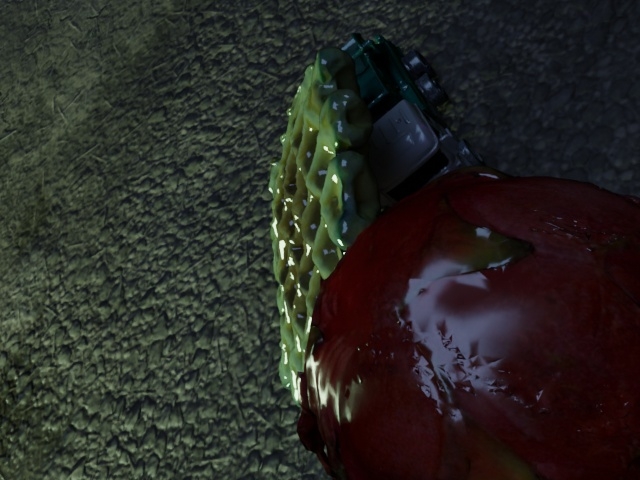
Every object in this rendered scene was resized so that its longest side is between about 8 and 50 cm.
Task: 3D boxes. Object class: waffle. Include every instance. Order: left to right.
[{"bbox_3d":[0.000,0.000,1.027,0.309,0.056,0.291,126,141,-67],"label":"waffle"}]

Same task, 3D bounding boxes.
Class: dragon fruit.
[{"bbox_3d":[0.144,0.099,0.808,0.302,0.295,0.295,18,76,16],"label":"dragon fruit"}]

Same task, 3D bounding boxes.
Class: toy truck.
[{"bbox_3d":[0.062,-0.119,1.124,0.110,0.116,0.216,-39,46,17],"label":"toy truck"}]
